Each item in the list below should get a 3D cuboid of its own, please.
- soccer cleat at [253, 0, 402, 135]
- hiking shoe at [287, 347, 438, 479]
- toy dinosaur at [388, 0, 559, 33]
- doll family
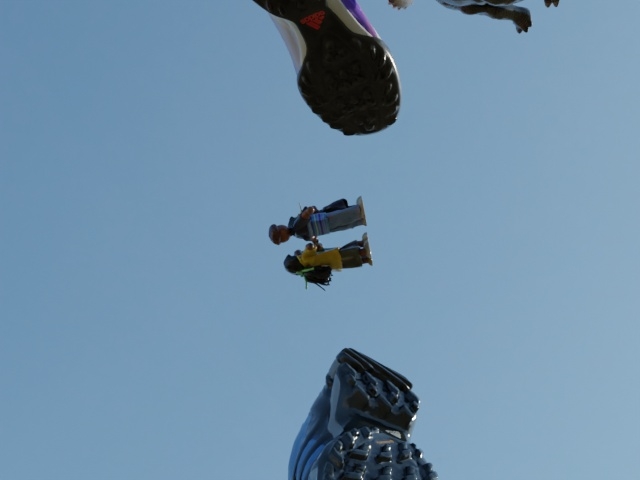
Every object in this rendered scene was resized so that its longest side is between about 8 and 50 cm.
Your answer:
[{"bbox_3d":[-0.002,-0.239,1.574,0.109,0.116,0.318,-20,-47,19],"label":"soccer cleat"},{"bbox_3d":[0.029,0.222,1.332,0.113,0.304,0.132,26,-67,-6],"label":"hiking shoe"},{"bbox_3d":[0.162,-0.277,1.534,0.160,0.121,0.313,0,3,-24],"label":"toy dinosaur"},{"bbox_3d":[0.000,0.000,1.759,0.111,0.076,0.193,-9,-37,1],"label":"doll family"}]
